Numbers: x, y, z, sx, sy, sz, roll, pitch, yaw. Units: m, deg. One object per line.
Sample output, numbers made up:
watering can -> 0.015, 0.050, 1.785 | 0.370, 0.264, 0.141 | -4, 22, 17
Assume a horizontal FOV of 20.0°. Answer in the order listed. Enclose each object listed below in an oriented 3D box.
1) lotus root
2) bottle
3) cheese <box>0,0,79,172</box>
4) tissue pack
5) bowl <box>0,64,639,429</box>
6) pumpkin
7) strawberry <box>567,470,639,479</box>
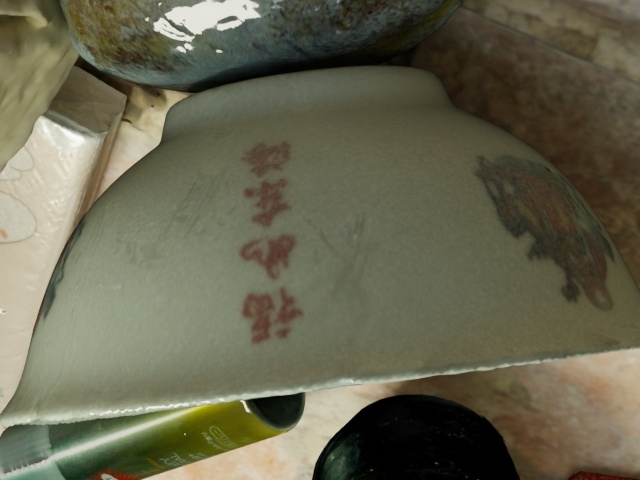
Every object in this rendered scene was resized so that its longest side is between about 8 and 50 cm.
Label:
lotus root -> -0.014, -0.166, 1.140 | 0.322, 0.140, 0.158 | -4, 146, 23
bottle -> -0.145, 0.152, 1.479 | 0.286, 0.082, 0.082 | -21, 113, 35
cheese -> -0.311, -0.178, 1.209 | 0.292, 0.153, 0.332 | -27, 95, 27
tissue pack -> -0.268, -0.016, 1.417 | 0.170, 0.071, 0.325 | 28, 131, 5
bowl -> 0.000, 0.000, 1.168 | 0.435, 0.435, 0.196 | -10, 85, 30
pumpkin -> 0.072, 0.227, 1.349 | 0.163, 0.233, 0.233 | -5, 125, -2
strawberry -> 0.254, 0.220, 1.377 | 0.152, 0.048, 0.104 | 35, 139, 15
